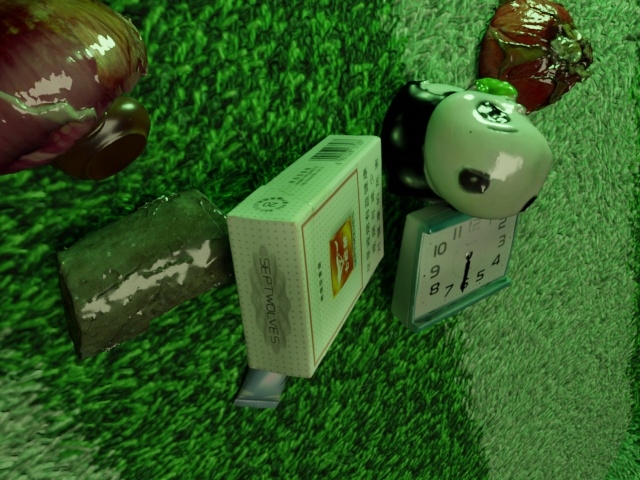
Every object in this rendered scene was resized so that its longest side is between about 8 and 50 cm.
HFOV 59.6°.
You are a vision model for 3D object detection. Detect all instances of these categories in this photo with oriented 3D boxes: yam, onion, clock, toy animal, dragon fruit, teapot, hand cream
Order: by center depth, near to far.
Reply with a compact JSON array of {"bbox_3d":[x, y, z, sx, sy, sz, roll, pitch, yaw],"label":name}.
[{"bbox_3d":[-0.280,-0.163,0.509,0.230,0.230,0.163,-43,134,-15],"label":"onion"},{"bbox_3d":[-0.260,-0.121,0.646,0.129,0.078,0.098,-39,168,-1],"label":"teapot"},{"bbox_3d":[-0.207,0.030,0.701,0.254,0.154,0.154,-25,122,-22],"label":"yam"},{"bbox_3d":[0.227,-0.151,0.873,0.212,0.266,0.213,-10,110,-31],"label":"toy animal"},{"bbox_3d":[-0.066,0.170,0.927,0.088,0.055,0.256,13,107,-35],"label":"hand cream"},{"bbox_3d":[0.406,-0.328,1.004,0.218,0.148,0.224,12,100,-38],"label":"dragon fruit"},{"bbox_3d":[0.244,0.016,1.031,0.262,0.116,0.231,-21,127,-30],"label":"clock"}]

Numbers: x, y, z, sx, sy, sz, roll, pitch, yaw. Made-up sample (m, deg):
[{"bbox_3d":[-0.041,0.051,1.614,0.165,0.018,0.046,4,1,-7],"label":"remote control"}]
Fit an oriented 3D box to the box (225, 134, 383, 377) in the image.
[{"bbox_3d":[0.000,0.000,0.767,0.330,0.095,0.211,-52,142,-57],"label":"box"}]
